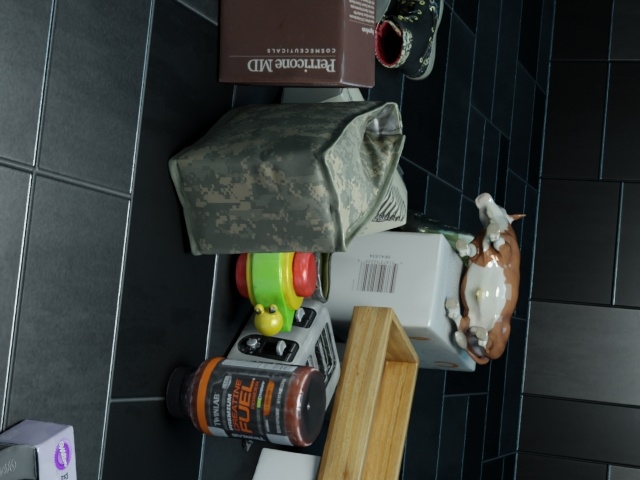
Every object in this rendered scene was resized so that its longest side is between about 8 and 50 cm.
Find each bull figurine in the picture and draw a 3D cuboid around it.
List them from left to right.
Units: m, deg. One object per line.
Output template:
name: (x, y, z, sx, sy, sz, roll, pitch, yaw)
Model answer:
bull figurine: (0.293, 0.060, 2.057, 0.188, 0.101, 0.310, 23, 69, -64)

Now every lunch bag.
lunch bag: (-0.032, -0.102, 1.597, 0.287, 0.235, 0.169, -51, 135, -54)

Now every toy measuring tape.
toy measuring tape: (-0.055, 0.001, 1.746, 0.330, 0.121, 0.121, -79, 159, -43)

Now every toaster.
toaster: (-0.054, 0.198, 1.765, 0.168, 0.110, 0.186, -59, 146, -48)

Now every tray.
tray: (0.070, 0.334, 1.875, 0.203, 0.076, 0.411, 59, 37, -55)

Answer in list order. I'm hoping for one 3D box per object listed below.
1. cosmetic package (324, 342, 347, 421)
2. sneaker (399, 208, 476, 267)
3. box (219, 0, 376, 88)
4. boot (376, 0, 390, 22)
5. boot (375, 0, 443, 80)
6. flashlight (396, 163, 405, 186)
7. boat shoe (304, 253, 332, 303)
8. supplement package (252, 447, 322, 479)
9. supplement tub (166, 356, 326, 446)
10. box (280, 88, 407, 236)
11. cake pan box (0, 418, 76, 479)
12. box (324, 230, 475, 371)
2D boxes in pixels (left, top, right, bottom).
cosmetic package: (0.060, 0.264, 2.082, 0.238, 0.107, 0.127, 34, 59, -62)
sneaker: (0.255, 0.069, 2.517, 0.182, 0.158, 0.410, -64, 149, -8)
box: (-0.028, -0.403, 1.621, 0.143, 0.191, 0.381, -15, 107, -67)
boot: (0.079, -0.490, 2.032, 0.208, 0.076, 0.190, 13, 96, -62)
boot: (0.168, -0.432, 2.258, 0.178, 0.085, 0.236, -6, 100, -66)
flashlight: (0.081, -0.142, 2.069, 0.103, 0.103, 0.304, -55, 154, -6)
boat shoe: (0.000, 0.000, 1.916, 0.080, 0.073, 0.224, 39, 57, -64)
supplement package: (-0.035, 0.420, 1.859, 0.179, 0.105, 0.105, 65, 36, -50)
supplement tub: (-0.099, 0.208, 1.532, 0.106, 0.198, 0.106, 3, 90, -69)
box: (0.041, -0.137, 1.860, 0.094, 0.113, 0.275, -83, 151, -48)
cake pan box: (-0.328, 0.330, 1.154, 0.246, 0.070, 0.267, -26, 117, -68)
box: (0.150, 0.113, 2.126, 0.345, 0.215, 0.168, 45, 51, -63)
